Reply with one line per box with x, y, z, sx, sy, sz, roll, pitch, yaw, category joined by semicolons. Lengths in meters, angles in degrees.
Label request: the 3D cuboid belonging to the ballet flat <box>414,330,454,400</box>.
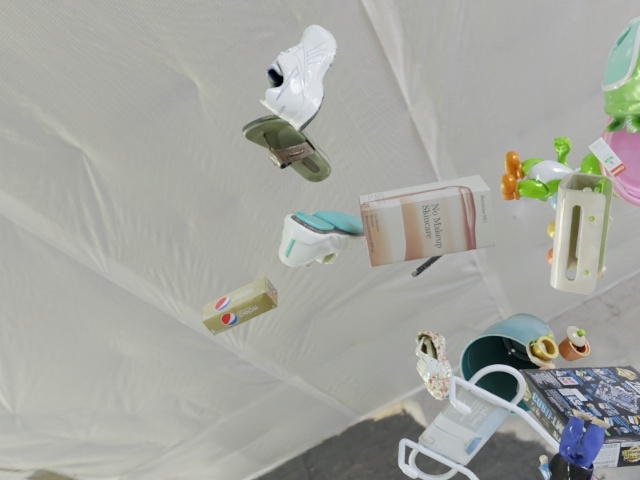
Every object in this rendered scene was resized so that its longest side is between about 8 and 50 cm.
0.264;0.294;1.497;0.077;0.241;0.091;29;-71;-7;ballet flat

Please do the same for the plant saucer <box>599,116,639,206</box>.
0.899;-0.254;1.673;0.331;0.084;0.333;-1;-75;-3;plant saucer

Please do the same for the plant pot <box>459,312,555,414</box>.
0.613;0.362;1.963;0.255;0.271;0.272;-31;-20;-51;plant pot

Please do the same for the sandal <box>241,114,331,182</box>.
-0.069;-0.220;1.576;0.120;0.086;0.302;-26;-38;30;sandal

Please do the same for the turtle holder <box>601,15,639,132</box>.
0.723;-0.355;1.307;0.243;0.228;0.320;-2;12;36;turtle holder

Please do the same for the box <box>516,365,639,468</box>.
0.630;0.375;1.368;0.293;0.295;0.074;0;-72;-9;box

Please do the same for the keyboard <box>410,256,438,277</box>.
0.380;0.063;2.092;0.180;0.023;0.108;-36;-9;-13;keyboard

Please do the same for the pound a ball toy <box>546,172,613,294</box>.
0.658;-0.015;1.594;0.208;0.135;0.319;-40;-48;-48;pound a ball toy

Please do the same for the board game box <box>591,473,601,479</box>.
0.636;0.726;1.643;0.243;0.042;0.165;-54;-21;17;board game box

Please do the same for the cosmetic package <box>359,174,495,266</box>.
0.249;-0.047;1.479;0.295;0.129;0.153;-11;-70;5;cosmetic package

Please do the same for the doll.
0.452;0.403;1.106;0.046;0.129;0.189;28;-97;-38;doll

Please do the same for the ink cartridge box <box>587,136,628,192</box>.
0.556;-0.144;1.186;0.029;0.115;0.063;-40;-7;22;ink cartridge box

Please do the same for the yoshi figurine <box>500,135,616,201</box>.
0.725;-0.204;1.844;0.361;0.204;0.203;4;10;22;yoshi figurine

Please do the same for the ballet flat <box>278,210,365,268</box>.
0.000;0.000;1.515;0.139;0.139;0.400;-39;-11;18;ballet flat

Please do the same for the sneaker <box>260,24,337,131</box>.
-0.047;-0.383;1.380;0.129;0.297;0.111;26;-37;-20;sneaker

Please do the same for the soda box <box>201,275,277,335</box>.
-0.193;0.157;1.497;0.181;0.061;0.058;-26;-56;13;soda box

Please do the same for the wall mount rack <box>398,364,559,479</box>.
0.340;0.436;1.271;0.304;0.130;0.350;28;-64;-5;wall mount rack

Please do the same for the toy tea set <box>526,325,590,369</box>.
0.661;0.347;1.687;0.200;0.336;0.124;31;-44;-4;toy tea set
